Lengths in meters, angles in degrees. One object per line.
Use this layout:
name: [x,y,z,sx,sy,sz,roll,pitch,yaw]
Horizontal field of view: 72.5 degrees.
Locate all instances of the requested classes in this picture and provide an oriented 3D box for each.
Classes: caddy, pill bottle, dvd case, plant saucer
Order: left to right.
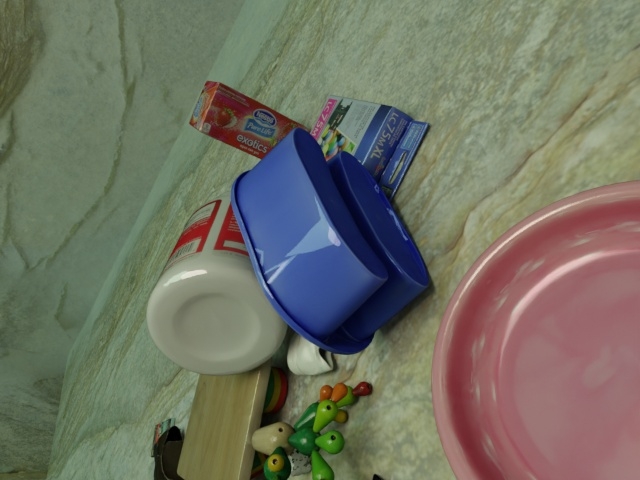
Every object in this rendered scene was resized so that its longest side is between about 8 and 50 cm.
dvd case: [-0.440,0.550,1.217,0.119,0.013,0.087,-38,44,40]
pill bottle: [-0.176,0.048,0.872,0.229,0.229,0.407,-54,18,21]
caddy: [0.000,0.000,0.661,0.179,0.241,0.341,-42,56,27]
plant saucer: [0.250,0.108,0.371,0.332,0.084,0.332,-40,32,32]

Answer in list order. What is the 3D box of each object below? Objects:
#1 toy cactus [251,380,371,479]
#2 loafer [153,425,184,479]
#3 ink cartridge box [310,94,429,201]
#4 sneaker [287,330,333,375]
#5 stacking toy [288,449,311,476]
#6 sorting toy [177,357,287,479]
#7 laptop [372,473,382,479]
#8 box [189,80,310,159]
toy cactus: [-0.025,0.292,0.632,0.181,0.112,0.219,-22,21,41]
loafer: [-0.353,0.520,1.045,0.220,0.080,0.078,20,89,57]
ink cartridge box: [0.063,-0.182,0.866,0.311,0.065,0.185,40,106,54]
sneaker: [0.000,0.131,0.778,0.094,0.080,0.212,-14,66,37]
stacking toy: [-0.073,0.367,0.605,0.167,0.221,0.052,16,108,62]
sorting toy: [-0.166,0.353,0.862,0.256,0.090,0.256,-14,60,51]
laptop: [0.134,0.420,0.459,0.265,0.137,0.234,4,74,30]
box: [-0.174,-0.281,1.081,0.128,0.257,0.122,38,105,56]
